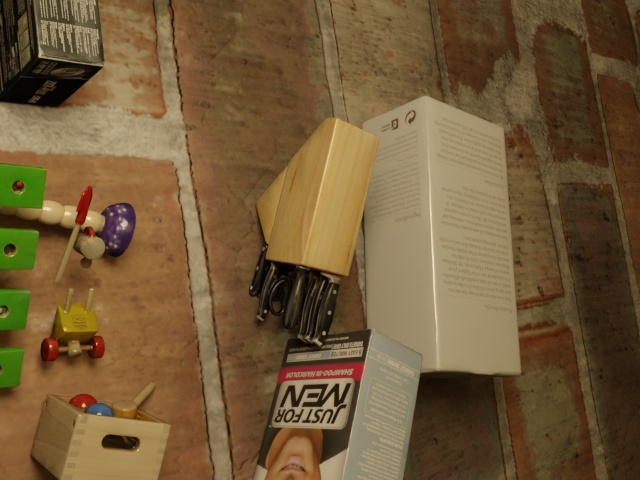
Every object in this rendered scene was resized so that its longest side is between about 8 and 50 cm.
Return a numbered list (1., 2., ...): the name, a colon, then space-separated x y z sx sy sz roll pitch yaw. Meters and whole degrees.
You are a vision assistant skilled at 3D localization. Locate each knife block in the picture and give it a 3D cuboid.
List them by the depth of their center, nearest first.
1. knife block: 0.000 0.000 1.000 0.088 0.276 0.242 16 39 -38

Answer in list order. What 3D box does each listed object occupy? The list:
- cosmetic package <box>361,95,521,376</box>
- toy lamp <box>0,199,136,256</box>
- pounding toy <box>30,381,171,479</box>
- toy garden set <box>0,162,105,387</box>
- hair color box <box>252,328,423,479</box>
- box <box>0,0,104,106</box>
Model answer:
1. cosmetic package: 0.208 0.008 1.226 0.230 0.161 0.453 11 72 -40
2. toy lamp: -0.353 -0.041 0.803 0.274 0.080 0.080 18 68 -39
3. pounding toy: -0.241 0.216 0.814 0.141 0.130 0.100 19 79 -37
4. toy garden set: -0.330 0.038 0.772 0.203 0.049 0.244 3 102 -42
5. hair color box: 0.008 0.320 0.956 0.113 0.185 0.375 30 61 -33
6. box: -0.329 -0.269 0.830 0.077 0.147 0.180 -2 80 -41
